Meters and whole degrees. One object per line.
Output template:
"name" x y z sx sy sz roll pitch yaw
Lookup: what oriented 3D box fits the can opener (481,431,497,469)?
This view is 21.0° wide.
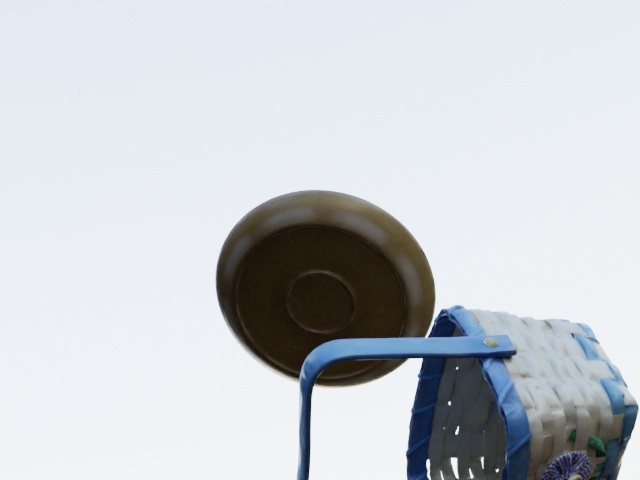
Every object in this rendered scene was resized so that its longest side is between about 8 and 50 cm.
"can opener" 0.247 0.209 2.118 0.186 0.059 0.073 -55 -39 -26

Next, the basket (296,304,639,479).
"basket" 0.115 0.180 1.485 0.289 0.201 0.254 -4 -54 -12

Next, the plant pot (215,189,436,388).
"plant pot" 0.002 0.060 1.804 0.032 0.236 0.236 -70 6 -61
